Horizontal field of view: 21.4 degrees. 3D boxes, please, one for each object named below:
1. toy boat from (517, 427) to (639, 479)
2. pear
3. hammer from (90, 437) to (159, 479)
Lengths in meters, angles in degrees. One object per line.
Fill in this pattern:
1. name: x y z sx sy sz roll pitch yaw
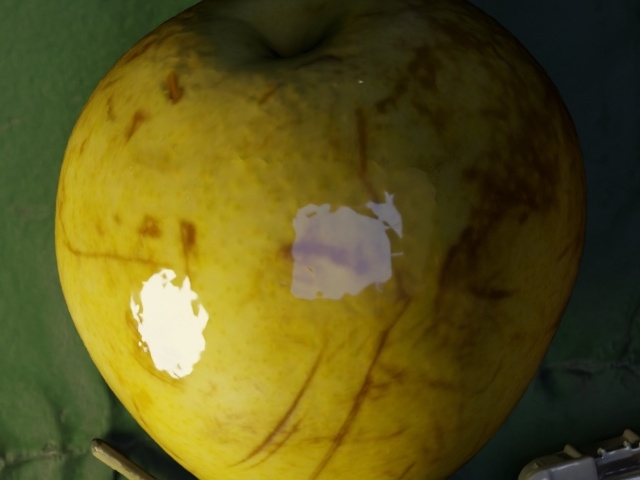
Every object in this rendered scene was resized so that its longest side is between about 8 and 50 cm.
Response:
1. toy boat: 0.208 0.252 1.035 0.141 0.141 0.269 -14 91 -6
2. pear: 0.000 0.000 0.876 0.280 0.281 0.281 -2 103 -9
3. hammer: -0.054 0.170 1.025 0.195 0.028 0.060 39 89 -14
